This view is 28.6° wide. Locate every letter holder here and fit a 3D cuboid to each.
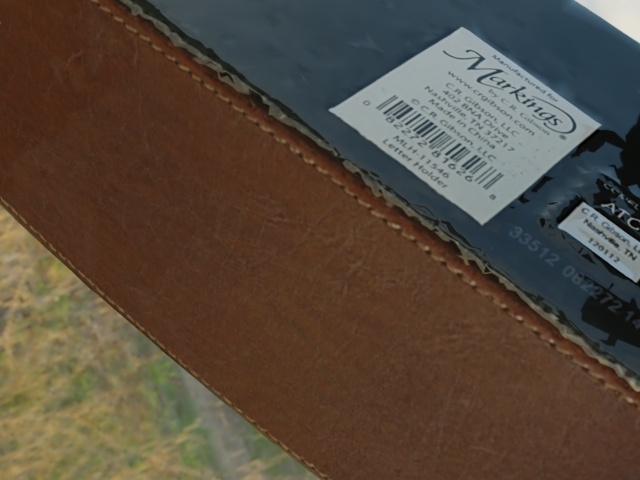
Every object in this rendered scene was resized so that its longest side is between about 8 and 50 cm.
[{"bbox_3d":[0.000,0.000,0.486,0.302,0.152,0.214,38,-44,15],"label":"letter holder"}]
